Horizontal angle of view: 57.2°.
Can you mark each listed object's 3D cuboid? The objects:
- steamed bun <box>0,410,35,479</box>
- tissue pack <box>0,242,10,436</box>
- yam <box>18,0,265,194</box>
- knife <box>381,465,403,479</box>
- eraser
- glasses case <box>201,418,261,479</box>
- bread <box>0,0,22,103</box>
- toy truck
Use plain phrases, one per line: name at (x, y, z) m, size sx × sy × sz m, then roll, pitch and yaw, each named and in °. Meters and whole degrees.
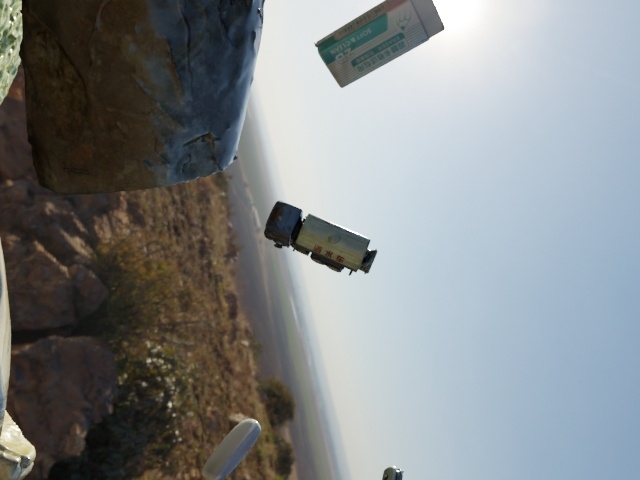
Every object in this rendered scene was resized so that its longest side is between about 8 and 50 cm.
steamed bun at (-0.714, 0.353, 1.113) m, size 0.428 × 0.189 × 0.247 m, roll 33°, pitch -4°, yaw 12°
tissue pack at (-0.395, 0.078, 0.562) m, size 0.390 × 0.195 × 0.375 m, roll 18°, pitch -87°, yaw 58°
yam at (-0.107, -0.149, 0.358) m, size 0.154 × 0.154 × 0.254 m, roll -107°, pitch -157°, yaw -61°
knife at (0.086, 0.375, 0.772) m, size 0.044 × 0.023 × 0.162 m, roll -58°, pitch -170°, yaw 47°
eraser at (0.109, -0.382, 1.097) m, size 0.095 × 0.225 × 0.052 m, roll 48°, pitch 23°, yaw -42°
glasses case at (-0.197, 0.466, 1.306) m, size 0.063 × 0.164 × 0.041 m, roll -1°, pitch -54°, yaw 44°
bread at (-0.610, -0.348, 0.848) m, size 0.348 × 0.308 × 0.348 m, roll -159°, pitch -90°, yaw -79°
toy truck at (0.000, 0.000, 1.032) m, size 0.088 × 0.202 × 0.074 m, roll 108°, pitch 7°, yaw -77°
